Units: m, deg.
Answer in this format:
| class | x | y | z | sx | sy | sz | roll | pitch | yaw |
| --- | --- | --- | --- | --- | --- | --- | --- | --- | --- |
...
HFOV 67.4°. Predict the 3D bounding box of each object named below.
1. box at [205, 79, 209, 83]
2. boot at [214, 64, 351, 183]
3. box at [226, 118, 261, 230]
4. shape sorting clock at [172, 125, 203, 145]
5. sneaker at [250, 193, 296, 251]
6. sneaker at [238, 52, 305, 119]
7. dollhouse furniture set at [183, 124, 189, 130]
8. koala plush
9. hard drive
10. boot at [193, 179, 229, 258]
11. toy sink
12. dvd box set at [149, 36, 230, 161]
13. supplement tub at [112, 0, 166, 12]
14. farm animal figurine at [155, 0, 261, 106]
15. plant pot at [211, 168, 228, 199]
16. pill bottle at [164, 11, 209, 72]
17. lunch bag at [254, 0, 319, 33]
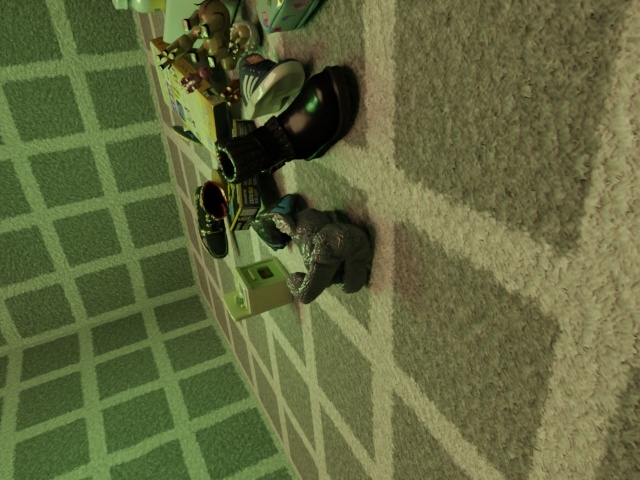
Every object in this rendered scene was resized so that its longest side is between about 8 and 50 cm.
| class | x | y | z | sx | sy | sz | roll | pitch | yaw |
| --- | --- | --- | --- | --- | --- | --- | --- | --- | --- |
| box | -0.528 | -0.707 | 2.091 | 0.186 | 0.038 | 0.145 | 52 | 151 | 44 |
| boot | -0.093 | -0.242 | 1.074 | 0.131 | 0.260 | 0.348 | 68 | 158 | 12 |
| box | -0.279 | -0.223 | 1.697 | 0.257 | 0.079 | 0.322 | 136 | 129 | -68 |
| shape sorting clock | -0.568 | -0.466 | 2.164 | 0.206 | 0.206 | 0.040 | 44 | 116 | 51 |
| sneaker | -0.125 | -0.051 | 1.529 | 0.140 | 0.125 | 0.341 | 57 | 164 | -3 |
| sneaker | -0.147 | -0.428 | 1.246 | 0.350 | 0.131 | 0.148 | -3 | 107 | 68 |
| dollhouse furniture set | -0.531 | -0.546 | 2.076 | 0.151 | 0.144 | 0.123 | -53 | -46 | -71 |
| koala plush | 0.000 | 0.000 | 1.156 | 0.221 | 0.196 | 0.203 | 54 | 140 | 40 |
| hard drive | -0.390 | -0.709 | 1.533 | 0.307 | 0.203 | 0.040 | 161 | 110 | -69 |
| boot | -0.506 | -0.100 | 2.283 | 0.284 | 0.138 | 0.378 | 167 | 91 | -68 |
| toy sink | -0.241 | 0.173 | 1.778 | 0.153 | 0.234 | 0.131 | 49 | 149 | 47 |
| dvd box set | -0.490 | -0.532 | 1.835 | 0.420 | 0.062 | 0.308 | 46 | 156 | 21 |
| supplement tub | -0.495 | -0.851 | 1.505 | 0.241 | 0.331 | 0.241 | 50 | 149 | 46 |
| farm animal figurine | -0.334 | -0.598 | 1.480 | 0.330 | 0.172 | 0.327 | 31 | 147 | 4 |
| plant pot | -0.476 | -0.235 | 2.324 | 0.236 | 0.032 | 0.236 | 49 | 148 | 45 |
| pill bottle | -0.496 | -0.780 | 1.803 | 0.153 | 0.153 | 0.265 | 53 | 151 | 41 |
| lunch bag | -0.093 | -0.604 | 1.018 | 0.224 | 0.107 | 0.279 | 176 | 79 | -73 |
